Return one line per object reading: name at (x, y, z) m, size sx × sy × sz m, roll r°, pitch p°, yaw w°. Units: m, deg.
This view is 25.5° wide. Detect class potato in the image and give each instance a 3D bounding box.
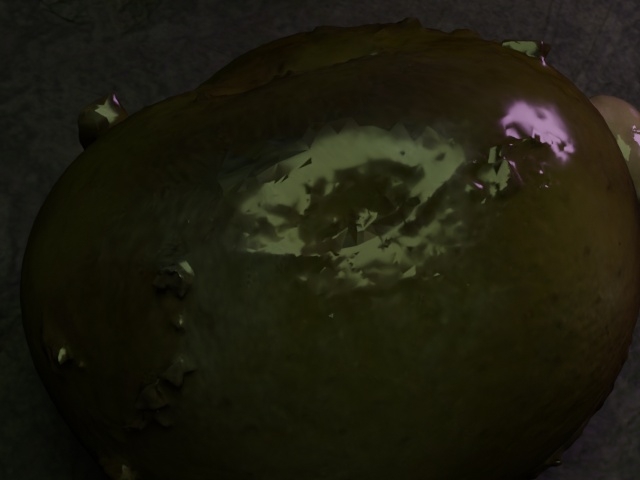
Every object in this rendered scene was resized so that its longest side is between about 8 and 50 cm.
potato at (0.000, 0.000, 0.987) m, size 0.442 × 0.319 × 0.385 m, roll -25°, pitch 62°, yaw -3°

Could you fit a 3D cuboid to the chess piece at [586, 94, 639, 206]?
chess piece at (0.213, -0.082, 1.267) m, size 0.307 × 0.124 × 0.139 m, roll 0°, pitch 18°, yaw -11°
